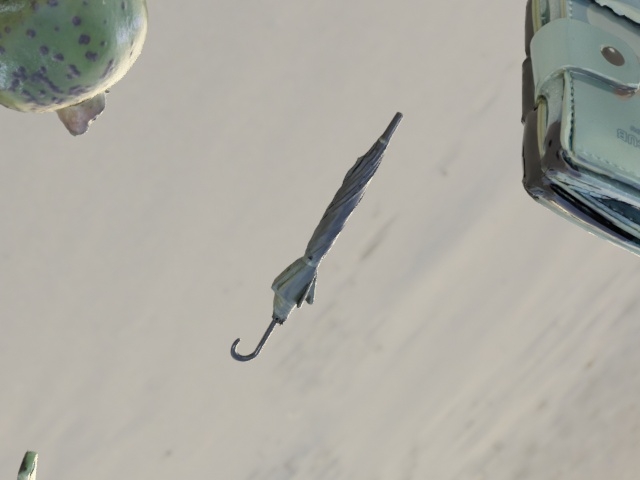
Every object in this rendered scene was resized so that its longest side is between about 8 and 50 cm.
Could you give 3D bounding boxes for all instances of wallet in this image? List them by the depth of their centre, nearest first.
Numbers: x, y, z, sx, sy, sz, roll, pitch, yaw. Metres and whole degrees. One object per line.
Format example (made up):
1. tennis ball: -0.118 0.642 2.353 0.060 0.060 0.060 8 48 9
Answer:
1. wallet: 0.239 -0.102 1.353 0.075 0.176 0.250 -48 -155 41

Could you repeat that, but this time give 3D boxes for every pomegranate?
1. pomegranate: -0.315 -0.251 2.011 0.254 0.271 0.254 -18 -152 10

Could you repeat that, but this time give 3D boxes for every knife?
1. knife: -0.259 0.240 1.506 0.293 0.019 0.043 113 -6 -61

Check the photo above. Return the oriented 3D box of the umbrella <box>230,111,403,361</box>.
1. umbrella: 0.004 0.002 1.451 0.269 0.044 0.044 -55 -147 22
